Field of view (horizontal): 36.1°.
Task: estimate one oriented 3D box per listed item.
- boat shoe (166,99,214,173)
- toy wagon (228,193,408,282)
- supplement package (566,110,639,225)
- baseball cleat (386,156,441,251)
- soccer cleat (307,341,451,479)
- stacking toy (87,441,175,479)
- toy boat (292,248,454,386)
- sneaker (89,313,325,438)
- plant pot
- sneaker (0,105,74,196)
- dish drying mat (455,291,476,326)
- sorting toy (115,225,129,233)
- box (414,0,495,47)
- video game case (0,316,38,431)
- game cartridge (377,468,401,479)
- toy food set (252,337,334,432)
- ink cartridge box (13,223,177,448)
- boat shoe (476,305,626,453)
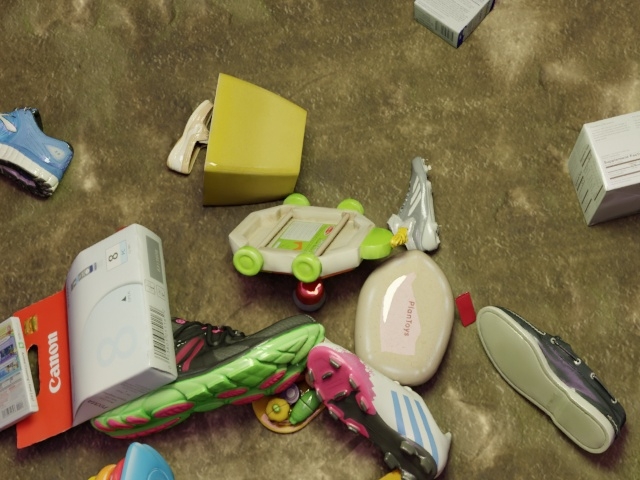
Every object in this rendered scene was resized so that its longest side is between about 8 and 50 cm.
[{"bbox_3d":[-0.263,-0.217,2.096,0.059,0.063,0.170,27,84,10],"label":"boat shoe"},{"bbox_3d":[0.000,0.000,1.897,0.344,0.068,0.267,7,29,20],"label":"toy wagon"},{"bbox_3d":[0.644,-0.156,1.926,0.261,0.204,0.145,-14,71,0],"label":"supplement package"},{"bbox_3d":[0.184,-0.073,2.004,0.109,0.072,0.206,-10,66,8],"label":"baseball cleat"},{"bbox_3d":[0.111,0.303,1.822,0.331,0.116,0.143,48,39,-2],"label":"soccer cleat"},{"bbox_3d":[-0.425,0.506,1.819,0.301,0.175,0.166,-20,34,16],"label":"stacking toy"},{"bbox_3d":[0.101,0.132,1.914,0.318,0.148,0.268,16,78,2],"label":"toy boat"},{"bbox_3d":[-0.228,0.219,1.851,0.482,0.185,0.202,-18,64,8],"label":"sneaker"},{"bbox_3d":[-0.133,-0.190,2.008,0.187,0.212,0.212,8,71,-6],"label":"plant pot"},{"bbox_3d":[-0.672,-0.222,2.108,0.330,0.130,0.147,28,61,10],"label":"sneaker"},{"bbox_3d":[0.284,0.134,1.920,0.032,0.083,0.008,-27,42,-5],"label":"dish drying mat"},{"bbox_3d":[-0.413,0.020,2.037,0.061,0.042,0.102,39,90,31],"label":"sorting toy"},{"bbox_3d":[0.294,-0.515,2.149,0.126,0.072,0.137,39,78,16],"label":"box"},{"bbox_3d":[-0.641,0.278,1.913,0.212,0.023,0.193,-29,68,28],"label":"video game case"},{"bbox_3d":[0.154,0.573,1.693,0.324,0.285,0.053,51,125,18],"label":"game cartridge"},{"bbox_3d":[-0.037,0.272,1.898,0.218,0.071,0.128,-43,73,-11],"label":"toy food set"},{"bbox_3d":[-0.458,0.182,1.855,0.385,0.091,0.308,-25,56,19],"label":"ink cartridge box"},{"bbox_3d":[0.442,0.241,1.856,0.113,0.127,0.340,-27,60,-36],"label":"boat shoe"}]
